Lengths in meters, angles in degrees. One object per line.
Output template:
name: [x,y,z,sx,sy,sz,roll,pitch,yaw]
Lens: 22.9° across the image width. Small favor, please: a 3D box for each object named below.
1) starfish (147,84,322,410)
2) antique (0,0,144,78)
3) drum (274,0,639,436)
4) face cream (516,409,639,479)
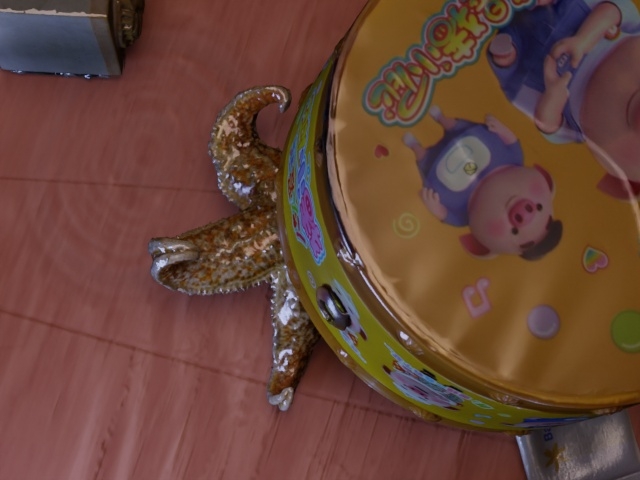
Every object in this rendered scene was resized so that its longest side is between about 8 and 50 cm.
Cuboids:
starfish: [0.002,0.002,1.459,0.303,0.113,0.312,20,73,-8]
antique: [-0.239,-0.245,1.483,0.148,0.152,0.146,2,74,-1]
drum: [0.177,-0.046,1.340,0.431,0.214,0.431,3,77,-12]
face cream: [0.225,0.134,1.472,0.114,0.070,0.224,-15,87,-7]
